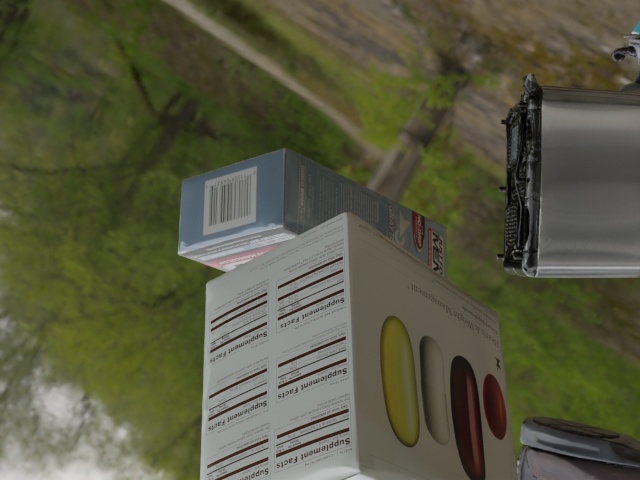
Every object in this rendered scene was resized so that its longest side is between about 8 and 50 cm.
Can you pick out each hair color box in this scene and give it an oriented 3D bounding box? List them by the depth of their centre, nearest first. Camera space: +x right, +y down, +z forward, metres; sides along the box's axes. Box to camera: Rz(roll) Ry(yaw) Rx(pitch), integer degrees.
[{"bbox_3d":[0.000,0.000,1.674,0.185,0.113,0.374,-14,157,36],"label":"hair color box"}]

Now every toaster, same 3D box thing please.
[{"bbox_3d":[0.220,-0.051,1.069,0.110,0.168,0.186,1,179,2],"label":"toaster"}]

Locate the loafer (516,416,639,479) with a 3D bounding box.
[{"bbox_3d":[0.311,0.236,1.071,0.302,0.095,0.109,13,-177,38],"label":"loafer"}]

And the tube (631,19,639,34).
[{"bbox_3d":[0.627,-0.431,2.106,0.080,0.207,0.052,36,-176,-17],"label":"tube"}]

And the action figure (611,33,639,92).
[{"bbox_3d":[0.466,-0.208,1.780,0.099,0.285,0.185,18,149,43],"label":"action figure"}]

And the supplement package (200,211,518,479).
[{"bbox_3d":[0.030,0.127,0.891,0.194,0.149,0.203,32,-136,-39],"label":"supplement package"}]
